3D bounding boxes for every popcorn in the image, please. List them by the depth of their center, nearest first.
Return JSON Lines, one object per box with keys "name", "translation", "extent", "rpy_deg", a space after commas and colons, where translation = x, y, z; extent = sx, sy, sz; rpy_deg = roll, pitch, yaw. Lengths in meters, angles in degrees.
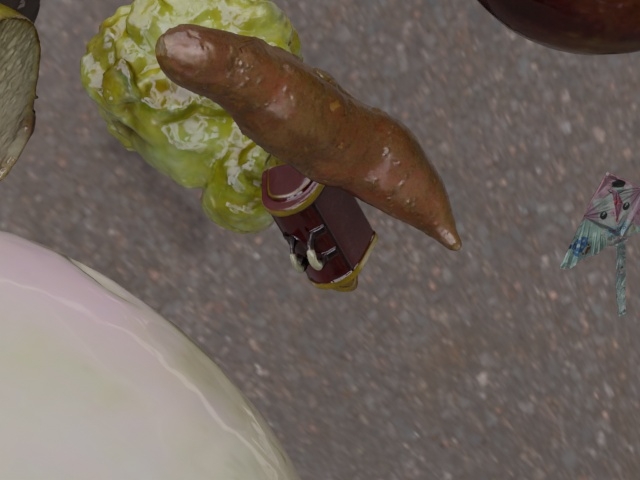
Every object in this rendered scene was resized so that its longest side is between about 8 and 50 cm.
{"name": "popcorn", "translation": [-0.112, -0.166, 1.821], "extent": [0.286, 0.174, 0.225], "rpy_deg": [42, 78, -1]}

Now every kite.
{"name": "kite", "translation": [0.281, 0.001, 1.532], "extent": [0.137, 0.153, 0.005], "rpy_deg": [-25, 31, -12]}

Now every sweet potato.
{"name": "sweet potato", "translation": [-0.007, -0.105, 1.498], "extent": [0.095, 0.354, 0.106], "rpy_deg": [-44, 31, 23]}

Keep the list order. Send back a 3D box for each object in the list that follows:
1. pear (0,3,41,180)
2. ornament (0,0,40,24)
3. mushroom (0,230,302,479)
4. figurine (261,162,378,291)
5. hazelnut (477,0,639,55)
{"name": "pear", "translation": [-0.432, -0.109, 1.547], "extent": [0.191, 0.386, 0.340], "rpy_deg": [35, 86, 5]}
{"name": "ornament", "translation": [-0.428, -0.339, 1.838], "extent": [0.260, 0.106, 0.251], "rpy_deg": [41, 124, 11]}
{"name": "mushroom", "translation": [-0.124, 0.146, 0.540], "extent": [0.315, 0.356, 0.315], "rpy_deg": [-33, 22, 15]}
{"name": "figurine", "translation": [0.000, 0.001, 1.668], "extent": [0.082, 0.154, 0.098], "rpy_deg": [-12, 38, 23]}
{"name": "hazelnut", "translation": [0.208, -0.243, 1.192], "extent": [0.218, 0.218, 0.234], "rpy_deg": [21, 86, 24]}
